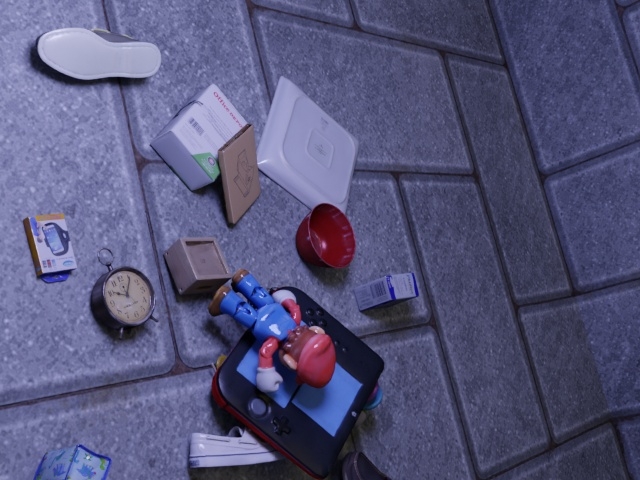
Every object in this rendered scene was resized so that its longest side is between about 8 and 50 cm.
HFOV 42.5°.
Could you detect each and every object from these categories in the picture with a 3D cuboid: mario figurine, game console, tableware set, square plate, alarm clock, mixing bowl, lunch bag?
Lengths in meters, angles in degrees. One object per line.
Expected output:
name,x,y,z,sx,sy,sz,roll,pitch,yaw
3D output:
mario figurine,-0.106,0.223,1.876,0.320,0.198,0.170,41,2,9
game console,-0.044,0.318,1.937,0.342,0.060,0.387,37,47,-2
tableware set,-0.197,0.303,1.930,0.154,0.024,0.104,-31,100,-50
square plate,-0.018,-0.256,2.349,0.347,0.049,0.344,37,50,-31
alarm clock,-0.425,0.105,1.735,0.129,0.064,0.192,-24,93,-49
mixing bowl,0.000,0.000,2.216,0.181,0.098,0.182,21,58,-39
lunch bag,-0.466,0.456,1.485,0.096,0.128,0.151,35,52,-31

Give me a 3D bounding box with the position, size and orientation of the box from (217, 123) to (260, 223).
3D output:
box,-0.199,-0.168,2.045,0.164,0.021,0.201,-54,146,-50

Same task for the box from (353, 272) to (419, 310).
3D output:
box,0.188,0.147,2.335,0.137,0.126,0.072,-4,75,-48

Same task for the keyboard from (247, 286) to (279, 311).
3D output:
keyboard,-0.104,0.163,2.080,0.192,0.038,0.100,10,66,-46

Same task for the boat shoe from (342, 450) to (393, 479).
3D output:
boat shoe,0.185,0.660,2.084,0.355,0.130,0.132,55,26,-20

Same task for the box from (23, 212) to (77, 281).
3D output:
box,-0.547,0.015,1.671,0.081,0.028,0.136,-10,79,-49

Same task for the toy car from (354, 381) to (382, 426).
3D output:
toy car,0.085,0.379,2.112,0.182,0.136,0.159,38,48,-30

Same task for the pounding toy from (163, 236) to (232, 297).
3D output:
pounding toy,-0.276,0.073,1.902,0.141,0.100,0.130,-1,60,-50

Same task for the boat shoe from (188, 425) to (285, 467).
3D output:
boat shoe,-0.176,0.455,1.827,0.258,0.095,0.084,10,70,-46

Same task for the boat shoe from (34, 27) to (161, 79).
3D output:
boat shoe,-0.510,-0.424,1.857,0.305,0.091,0.109,-5,114,-46

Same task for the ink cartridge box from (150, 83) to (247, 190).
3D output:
ink cartridge box,-0.289,-0.255,2.019,0.160,0.092,0.219,51,42,-21
